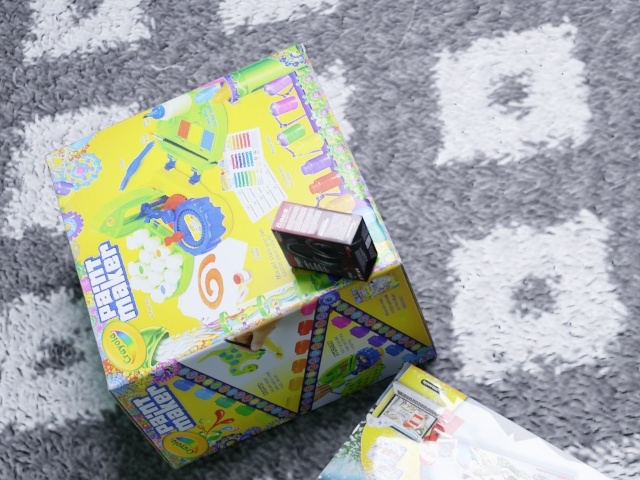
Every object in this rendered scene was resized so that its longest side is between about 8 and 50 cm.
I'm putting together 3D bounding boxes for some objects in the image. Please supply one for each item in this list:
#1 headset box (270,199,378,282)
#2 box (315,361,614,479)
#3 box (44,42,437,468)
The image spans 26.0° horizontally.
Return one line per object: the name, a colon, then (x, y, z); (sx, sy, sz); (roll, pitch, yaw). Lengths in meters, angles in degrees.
headset box: (0.000, 0.000, 1.168); (0.083, 0.062, 0.032); (11, 61, 22)
box: (0.123, 0.226, 1.204); (0.233, 0.044, 0.159); (29, 69, 31)
box: (-0.080, 0.012, 1.331); (0.279, 0.177, 0.290); (-23, 54, 1)
